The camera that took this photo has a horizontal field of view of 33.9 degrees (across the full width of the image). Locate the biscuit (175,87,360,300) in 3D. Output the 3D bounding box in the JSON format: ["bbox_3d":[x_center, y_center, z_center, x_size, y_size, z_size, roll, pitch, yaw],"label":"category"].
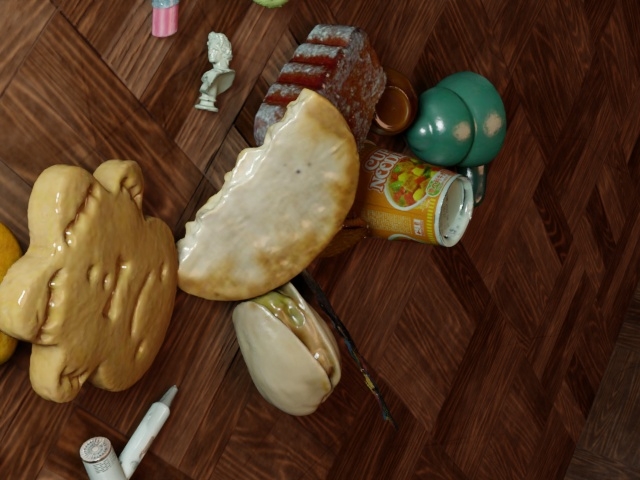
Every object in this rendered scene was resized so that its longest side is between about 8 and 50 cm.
[{"bbox_3d":[-0.057,-0.040,1.394,0.309,0.040,0.204,-51,134,5],"label":"biscuit"}]

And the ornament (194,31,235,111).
[{"bbox_3d":[-0.130,-0.207,1.321,0.068,0.041,0.092,79,27,-66],"label":"ornament"}]

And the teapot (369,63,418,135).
[{"bbox_3d":[0.097,-0.225,1.647,0.098,0.078,0.129,-31,124,4],"label":"teapot"}]

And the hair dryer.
[{"bbox_3d":[-0.227,0.272,1.371,0.183,0.044,0.155,-49,142,-40],"label":"hair dryer"}]

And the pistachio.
[{"bbox_3d":[-0.048,0.157,1.506,0.144,0.144,0.215,-44,119,-40],"label":"pistachio"}]

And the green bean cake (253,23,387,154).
[{"bbox_3d":[0.005,-0.176,1.492,0.233,0.097,0.198,-61,144,-21],"label":"green bean cake"}]

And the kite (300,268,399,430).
[{"bbox_3d":[0.042,0.151,1.557,0.015,0.285,0.152,-31,160,6],"label":"kite"}]

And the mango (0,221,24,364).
[{"bbox_3d":[-0.347,0.053,1.051,0.115,0.089,0.165,-24,126,-63],"label":"mango"}]

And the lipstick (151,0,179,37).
[{"bbox_3d":[-0.172,-0.348,1.191,0.053,0.053,0.234,-20,121,-53],"label":"lipstick"}]

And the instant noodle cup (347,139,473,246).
[{"bbox_3d":[0.134,-0.063,1.657,0.168,0.185,0.168,-29,126,-49],"label":"instant noodle cup"}]

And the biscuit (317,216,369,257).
[{"bbox_3d":[0.004,-0.005,1.551,0.206,0.126,0.025,-2,67,-56],"label":"biscuit"}]

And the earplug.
[{"bbox_3d":[0.233,-0.179,1.836,0.280,0.164,0.257,-11,149,-43],"label":"earplug"}]

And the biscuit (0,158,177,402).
[{"bbox_3d":[-0.237,0.053,1.167,0.355,0.052,0.275,59,45,-66],"label":"biscuit"}]

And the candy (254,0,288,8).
[{"bbox_3d":[-0.016,-0.439,1.388,0.093,0.092,0.336,36,59,-18],"label":"candy"}]
